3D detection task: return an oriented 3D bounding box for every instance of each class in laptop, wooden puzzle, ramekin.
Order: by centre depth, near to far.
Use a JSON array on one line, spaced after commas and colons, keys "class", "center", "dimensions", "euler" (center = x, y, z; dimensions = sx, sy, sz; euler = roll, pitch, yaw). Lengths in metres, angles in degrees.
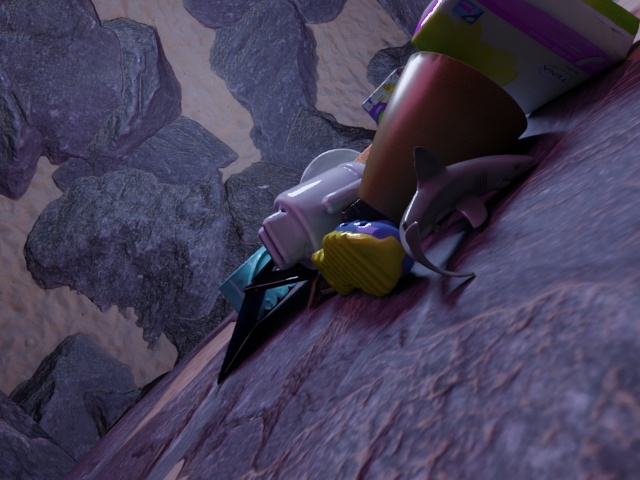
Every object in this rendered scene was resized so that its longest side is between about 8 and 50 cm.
[{"class": "wooden puzzle", "center": [-0.014, 0.105, 0.932], "dimensions": [0.078, 0.014, 0.116], "euler": [-63, -9, -63]}, {"class": "laptop", "center": [-0.085, 0.175, 1.209], "dimensions": [0.407, 0.236, 0.382], "euler": [-14, 10, 9]}, {"class": "ramekin", "center": [0.070, -0.147, 1.358], "dimensions": [0.273, 0.273, 0.127], "euler": [-43, -7, 3]}]

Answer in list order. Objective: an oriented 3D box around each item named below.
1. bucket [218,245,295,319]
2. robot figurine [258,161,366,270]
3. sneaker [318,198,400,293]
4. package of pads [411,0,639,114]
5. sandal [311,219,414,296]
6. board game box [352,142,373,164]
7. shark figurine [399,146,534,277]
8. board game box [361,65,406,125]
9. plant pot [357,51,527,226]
[{"class": "bucket", "center": [-0.230, 0.159, 1.557], "dimensions": [0.281, 0.183, 0.281], "euler": [-43, 5, 4]}, {"class": "robot figurine", "center": [0.029, -0.063, 1.009], "dimensions": [0.353, 0.200, 0.300], "euler": [-29, -2, -23]}, {"class": "sneaker", "center": [0.056, 0.007, 0.875], "dimensions": [0.222, 0.118, 0.083], "euler": [-43, 5, 13]}, {"class": "package of pads", "center": [0.335, -0.360, 0.734], "dimensions": [0.101, 0.296, 0.229], "euler": [-65, 10, -12]}, {"class": "sandal", "center": [0.077, 0.010, 0.698], "dimensions": [0.138, 0.126, 0.317], "euler": [-40, 5, -12]}, {"class": "board game box", "center": [0.190, -0.183, 1.178], "dimensions": [0.124, 0.039, 0.259], "euler": [-41, -34, 24]}, {"class": "shark figurine", "center": [0.142, -0.060, 0.540], "dimensions": [0.166, 0.116, 0.278], "euler": [-3, 29, 47]}, {"class": "board game box", "center": [0.274, -0.345, 1.209], "dimensions": [0.142, 0.275, 0.144], "euler": [-40, 5, 32]}, {"class": "plant pot", "center": [0.183, -0.152, 0.750], "dimensions": [0.254, 0.237, 0.237], "euler": [-55, 3, 7]}]
